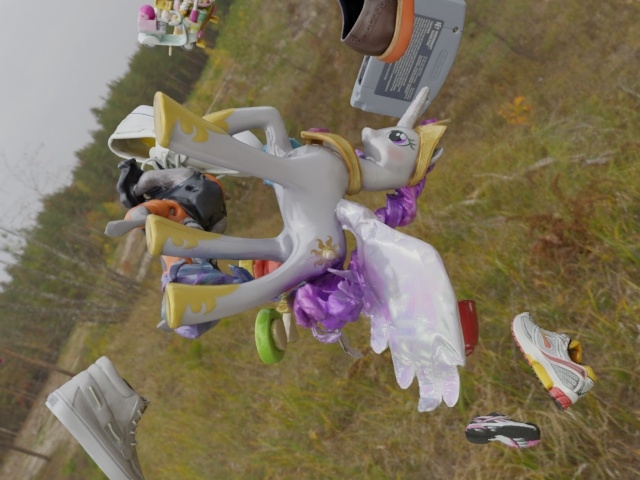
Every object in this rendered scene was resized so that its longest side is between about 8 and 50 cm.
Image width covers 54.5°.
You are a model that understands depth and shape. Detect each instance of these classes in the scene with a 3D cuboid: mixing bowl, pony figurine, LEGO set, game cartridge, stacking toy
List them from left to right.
[{"bbox_3d":[-0.205,-0.387,0.900,0.107,0.132,0.286,114,147,-43],"label":"LEGO set"},{"bbox_3d":[-0.063,0.136,1.489,0.309,0.131,0.279,-21,-78,-74],"label":"stacking toy"},{"bbox_3d":[0.000,0.000,0.701,0.303,0.364,0.350,11,104,63],"label":"pony figurine"},{"bbox_3d":[0.206,-0.422,1.422,0.062,0.198,0.297,-108,31,-47],"label":"game cartridge"},{"bbox_3d":[0.279,0.214,1.373,0.181,0.182,0.098,-44,57,39],"label":"mixing bowl"}]

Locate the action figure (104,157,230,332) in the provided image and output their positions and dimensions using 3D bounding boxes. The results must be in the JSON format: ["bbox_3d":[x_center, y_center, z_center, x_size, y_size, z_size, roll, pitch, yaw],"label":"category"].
[{"bbox_3d":[-0.211,0.004,1.069,0.179,0.341,0.330,-25,26,18],"label":"action figure"}]

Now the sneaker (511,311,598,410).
[{"bbox_3d":[0.415,0.202,1.107,0.093,0.088,0.225,-34,29,11],"label":"sneaker"}]

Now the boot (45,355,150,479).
[{"bbox_3d":[-0.322,0.313,1.019,0.123,0.258,0.095,-41,31,-27],"label":"boot"}]

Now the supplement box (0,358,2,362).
[{"bbox_3d":[-0.586,0.150,0.869,0.114,0.220,0.111,-8,41,35],"label":"supplement box"}]

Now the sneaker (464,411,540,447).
[{"bbox_3d":[0.451,0.456,1.537,0.178,0.071,0.077,-2,26,26],"label":"sneaker"}]

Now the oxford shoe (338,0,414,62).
[{"bbox_3d":[0.070,-0.388,0.860,0.097,0.099,0.271,-20,69,59],"label":"oxford shoe"}]

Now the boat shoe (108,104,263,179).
[{"bbox_3d":[-0.286,-0.171,1.235,0.367,0.135,0.156,19,54,27],"label":"boat shoe"}]
